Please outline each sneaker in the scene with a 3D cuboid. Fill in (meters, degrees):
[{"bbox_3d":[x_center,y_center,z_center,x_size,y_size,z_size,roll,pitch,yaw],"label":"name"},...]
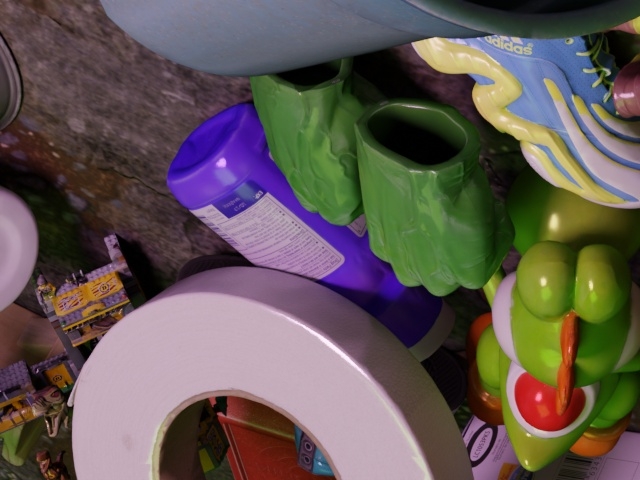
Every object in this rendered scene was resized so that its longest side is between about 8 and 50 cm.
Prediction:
[{"bbox_3d":[0.177,-0.117,1.431,0.240,0.091,0.126,34,149,-9],"label":"sneaker"},{"bbox_3d":[-0.017,0.132,1.944,0.295,0.124,0.178,25,140,2],"label":"sneaker"}]

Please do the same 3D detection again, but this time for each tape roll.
[{"bbox_3d":[-0.048,0.213,1.769,0.392,0.072,0.392,13,117,28],"label":"tape roll"}]

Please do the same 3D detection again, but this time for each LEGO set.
[{"bbox_3d":[-0.266,0.145,1.971,0.331,0.255,0.192,-18,139,3],"label":"LEGO set"}]

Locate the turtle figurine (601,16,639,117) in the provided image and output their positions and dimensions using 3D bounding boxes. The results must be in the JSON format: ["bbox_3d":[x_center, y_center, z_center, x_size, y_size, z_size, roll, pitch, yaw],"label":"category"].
[{"bbox_3d":[0.299,-0.118,1.334,0.217,0.087,0.269,3,141,36],"label":"turtle figurine"}]

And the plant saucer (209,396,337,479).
[{"bbox_3d":[-0.001,0.254,2.181,0.258,0.048,0.259,16,148,20],"label":"plant saucer"}]

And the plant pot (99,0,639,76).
[{"bbox_3d":[0.016,-0.250,1.160,0.341,0.341,0.334,39,156,-19],"label":"plant pot"}]

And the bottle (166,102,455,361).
[{"bbox_3d":[0.000,0.000,1.748,0.283,0.092,0.118,40,146,-21],"label":"bottle"}]

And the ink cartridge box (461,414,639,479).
[{"bbox_3d":[0.229,0.312,1.862,0.395,0.270,0.151,7,139,32],"label":"ink cartridge box"}]

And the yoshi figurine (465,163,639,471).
[{"bbox_3d":[0.205,0.042,1.622,0.203,0.203,0.362,58,171,19],"label":"yoshi figurine"}]

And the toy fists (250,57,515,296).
[{"bbox_3d":[0.045,-0.061,1.545,0.279,0.096,0.142,36,146,42],"label":"toy fists"}]

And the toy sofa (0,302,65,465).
[{"bbox_3d":[-0.454,0.102,2.210,0.362,0.150,0.177,27,149,1],"label":"toy sofa"}]

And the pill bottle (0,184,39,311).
[{"bbox_3d":[-0.400,-0.019,1.966,0.245,0.136,0.136,23,154,43],"label":"pill bottle"}]

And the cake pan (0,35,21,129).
[{"bbox_3d":[-0.418,-0.178,1.853,0.293,0.054,0.293,20,149,13],"label":"cake pan"}]
